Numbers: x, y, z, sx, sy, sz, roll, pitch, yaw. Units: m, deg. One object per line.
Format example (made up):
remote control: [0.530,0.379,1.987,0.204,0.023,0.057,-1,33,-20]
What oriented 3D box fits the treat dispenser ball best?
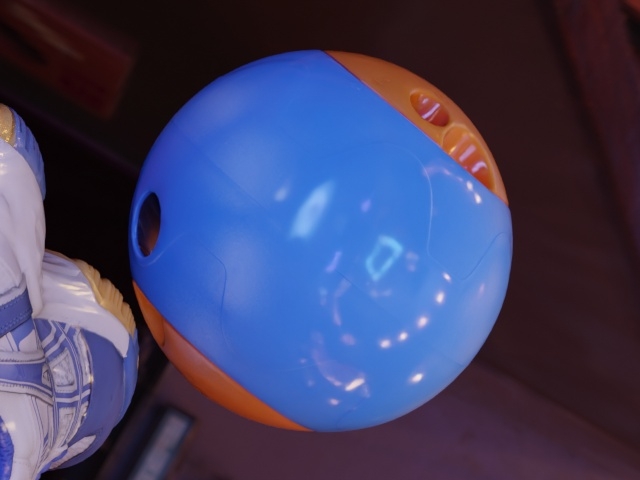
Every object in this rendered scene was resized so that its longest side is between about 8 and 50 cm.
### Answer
treat dispenser ball: [0.000,0.000,1.376,0.288,0.288,0.288,-59,-175,8]

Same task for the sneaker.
sneaker: [-0.140,0.055,0.662,0.296,0.112,0.131,73,21,-68]
